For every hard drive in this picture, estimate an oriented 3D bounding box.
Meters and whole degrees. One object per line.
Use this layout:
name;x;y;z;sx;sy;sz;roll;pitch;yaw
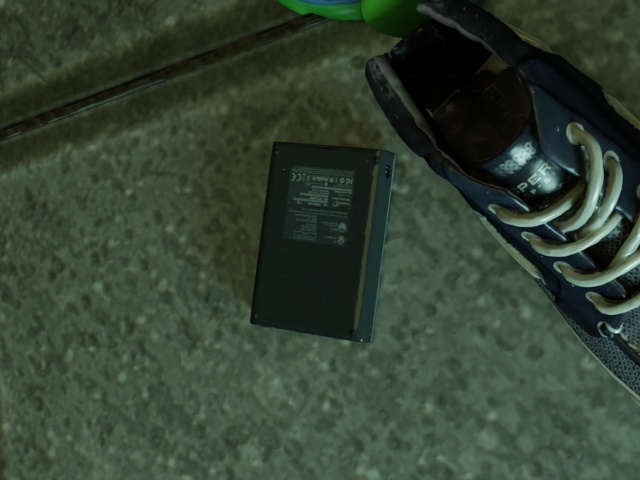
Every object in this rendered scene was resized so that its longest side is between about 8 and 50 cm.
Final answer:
hard drive;0.000;0.000;0.798;0.094;0.022;0.135;7;89;29

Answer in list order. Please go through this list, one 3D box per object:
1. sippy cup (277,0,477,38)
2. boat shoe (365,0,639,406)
sippy cup;-0.014;-0.281;0.716;0.305;0.224;0.240;26;99;27
boat shoe;0.155;-0.004;0.635;0.127;0.158;0.340;-49;65;16
